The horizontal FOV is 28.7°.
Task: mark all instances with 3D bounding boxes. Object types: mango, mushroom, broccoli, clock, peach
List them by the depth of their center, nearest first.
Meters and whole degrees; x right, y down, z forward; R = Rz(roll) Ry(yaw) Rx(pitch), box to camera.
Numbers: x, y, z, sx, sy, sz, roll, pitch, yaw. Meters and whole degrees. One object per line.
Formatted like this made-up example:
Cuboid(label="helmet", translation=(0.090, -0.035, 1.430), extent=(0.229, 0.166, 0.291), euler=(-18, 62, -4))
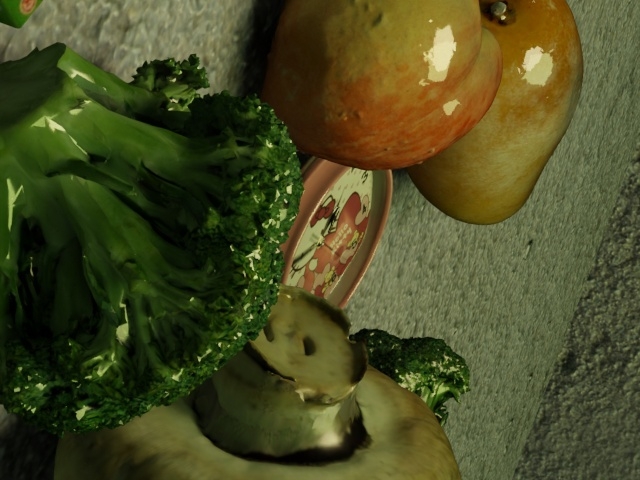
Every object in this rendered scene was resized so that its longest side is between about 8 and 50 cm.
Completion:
Cuboid(label="broccoli", translation=(-0.138, -0.006, 0.821), extent=(0.269, 0.261, 0.241), euler=(-27, 127, 2))
Cuboid(label="mushroom", translation=(-0.047, 0.181, 1.030), extent=(0.352, 0.352, 0.260), euler=(-31, 147, -56))
Cuboid(label="peach", translation=(0.043, -0.162, 1.120), extent=(0.232, 0.232, 0.232), euler=(-50, 154, -36))
Cuboid(label="clock", translation=(-0.001, 0.000, 1.337), extent=(0.244, 0.056, 0.244), euler=(-48, 154, -34))
Cuboid(label="broccoli", translation=(0.051, 0.246, 1.431), extent=(0.297, 0.297, 0.297), euler=(-19, 143, -15))
Cuboid(label="mango", translation=(0.192, -0.151, 1.435), extent=(0.221, 0.199, 0.384), euler=(-57, 158, -23))

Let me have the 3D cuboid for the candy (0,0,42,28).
Cuboid(label="candy", translation=(-0.156, -0.229, 0.724), extent=(0.194, 0.062, 0.097), euler=(-57, 158, -19))
